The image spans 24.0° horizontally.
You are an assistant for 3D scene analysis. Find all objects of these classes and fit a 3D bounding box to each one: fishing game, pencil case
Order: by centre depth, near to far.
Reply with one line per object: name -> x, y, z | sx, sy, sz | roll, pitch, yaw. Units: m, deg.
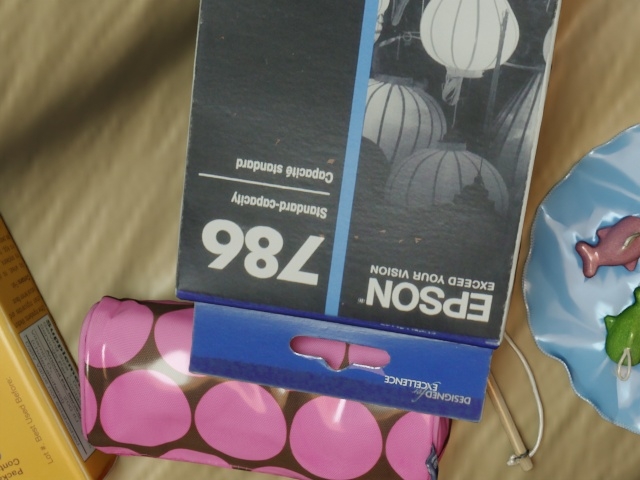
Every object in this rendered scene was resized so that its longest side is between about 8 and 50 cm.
fishing game -> 0.205, 0.026, 0.839 | 0.264, 0.041, 0.189 | -23, 92, 8
pencil case -> -0.031, 0.089, 0.844 | 0.209, 0.095, 0.098 | 8, 112, 6

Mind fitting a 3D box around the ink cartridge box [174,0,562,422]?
ink cartridge box -> 0.023, -0.061, 0.714 | 0.165, 0.065, 0.332 | 8, 111, 5

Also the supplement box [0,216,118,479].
supplement box -> -0.204, 0.047, 0.858 | 0.078, 0.080, 0.233 | -24, 93, 8
